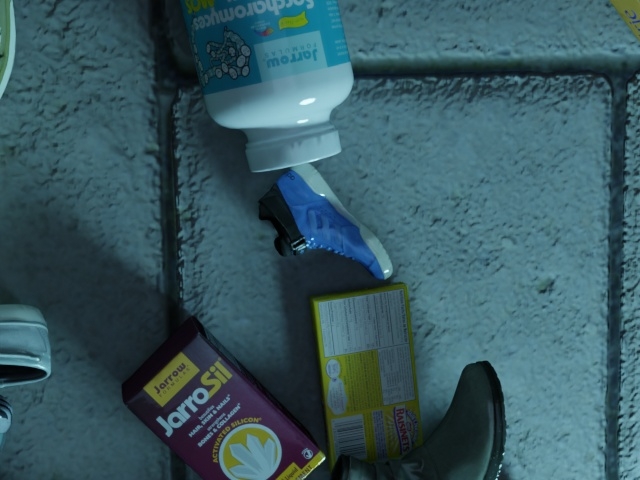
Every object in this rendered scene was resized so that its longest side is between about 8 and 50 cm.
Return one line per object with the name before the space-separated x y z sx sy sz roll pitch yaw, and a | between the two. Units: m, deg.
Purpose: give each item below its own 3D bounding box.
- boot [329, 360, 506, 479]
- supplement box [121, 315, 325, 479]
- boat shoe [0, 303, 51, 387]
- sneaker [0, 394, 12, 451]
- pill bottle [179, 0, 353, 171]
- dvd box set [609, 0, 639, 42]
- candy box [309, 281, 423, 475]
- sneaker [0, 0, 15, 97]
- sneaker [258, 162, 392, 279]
boot | 0.094 0.238 1.044 0.161 0.083 0.246 7 106 -11
supplement box | -0.099 0.182 1.020 0.104 0.081 0.188 -44 103 -4
boat shoe | -0.356 0.113 0.919 0.228 0.079 0.081 -6 59 -32
sneaker | -0.413 0.187 0.953 0.224 0.083 0.098 10 99 -14
pill bottle | -0.052 -0.202 0.950 0.146 0.146 0.264 -15 100 -10
dvd box set | 0.535 -0.239 1.121 0.308 0.062 0.420 -42 103 -4
candy box | 0.051 0.152 1.078 0.105 0.027 0.205 -8 99 -14
sneaker | -0.372 -0.105 0.872 0.158 0.182 0.410 15 93 -14
sneaker | 0.000 0.000 1.030 0.084 0.058 0.152 -43 99 -11
